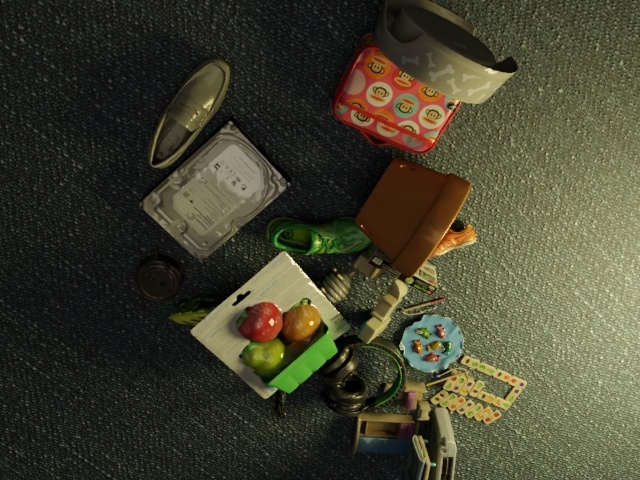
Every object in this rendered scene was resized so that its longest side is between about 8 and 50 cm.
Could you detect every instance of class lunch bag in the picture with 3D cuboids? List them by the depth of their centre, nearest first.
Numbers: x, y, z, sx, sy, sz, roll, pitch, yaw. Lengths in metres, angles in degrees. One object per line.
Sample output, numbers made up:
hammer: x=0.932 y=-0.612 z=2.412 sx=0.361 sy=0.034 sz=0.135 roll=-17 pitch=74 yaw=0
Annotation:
lunch bag: x=0.181 y=-0.348 z=1.701 sx=0.293 sy=0.120 sz=0.258 roll=22 pitch=126 yaw=-11

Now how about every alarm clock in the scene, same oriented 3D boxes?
alarm clock: x=-0.459 y=0.123 z=1.905 sx=0.129 sy=0.064 sz=0.192 roll=29 pitch=112 yaw=-14

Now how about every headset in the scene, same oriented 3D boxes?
headset: x=0.055 y=0.418 z=1.985 sx=0.395 sy=0.185 sz=0.243 roll=-13 pitch=112 yaw=6

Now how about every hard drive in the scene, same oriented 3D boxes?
hard drive: x=-0.278 y=-0.129 z=1.806 sx=0.339 sy=0.064 sz=0.237 roll=-38 pitch=109 yaw=13

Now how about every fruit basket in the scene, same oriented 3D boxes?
fruit basket: x=-0.129 y=0.237 z=1.868 sx=0.327 sy=0.165 sz=0.353 roll=-42 pitch=119 yaw=-2

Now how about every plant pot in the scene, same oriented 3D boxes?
plant pot: x=0.221 y=-0.076 z=1.756 sx=0.204 sy=0.291 sz=0.290 roll=32 pitch=108 yaw=3

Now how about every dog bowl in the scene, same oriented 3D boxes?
dog bowl: x=0.276 y=-0.440 z=1.566 sx=0.349 sy=0.348 sz=0.102 roll=22 pitch=123 yaw=-12

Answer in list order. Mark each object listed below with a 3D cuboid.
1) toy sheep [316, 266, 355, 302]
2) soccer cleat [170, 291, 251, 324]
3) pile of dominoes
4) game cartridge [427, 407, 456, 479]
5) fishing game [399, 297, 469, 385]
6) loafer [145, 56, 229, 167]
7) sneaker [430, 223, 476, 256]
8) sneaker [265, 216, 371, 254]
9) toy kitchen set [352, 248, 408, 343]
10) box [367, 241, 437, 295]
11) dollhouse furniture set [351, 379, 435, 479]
toy sheep: x=0.045 y=0.126 z=1.918 sx=0.132 sy=0.091 sz=0.091 roll=-38 pitch=110 yaw=7
soccer cleat: x=-0.278 y=0.216 z=1.935 sx=0.289 sy=0.093 sz=0.121 roll=-8 pitch=115 yaw=0
pile of dominoes: x=0.489 y=0.476 z=2.112 sx=0.251 sy=0.040 sz=0.195 roll=24 pitch=109 yaw=-12
game cartridge: x=0.369 y=0.677 z=2.104 sx=0.060 sy=0.196 sz=0.294 roll=0 pitch=113 yaw=-3
fishing game: x=0.330 y=0.307 z=2.017 sx=0.189 sy=0.041 sz=0.263 roll=-15 pitch=104 yaw=4
loafer: x=-0.330 y=-0.310 z=1.700 sx=0.112 sy=0.111 sz=0.319 roll=31 pitch=108 yaw=-15
sneaker: x=0.344 y=0.003 z=1.904 sx=0.175 sy=0.064 sz=0.067 roll=-22 pitch=92 yaw=1
sneaker: x=0.000 y=0.000 z=1.841 sx=0.296 sy=0.123 sz=0.109 roll=0 pitch=112 yaw=-4
toy kitchen set: x=0.143 y=0.151 z=1.937 sx=0.166 sy=0.122 sz=0.207 roll=38 pitch=115 yaw=15
box: x=0.227 y=0.064 z=1.883 sx=0.207 sy=0.114 sz=0.036 roll=28 pitch=122 yaw=-13
dollhouse furniture set: x=0.216 y=0.615 z=2.013 sx=0.198 sy=0.303 sz=0.286 roll=4 pitch=112 yaw=-6
